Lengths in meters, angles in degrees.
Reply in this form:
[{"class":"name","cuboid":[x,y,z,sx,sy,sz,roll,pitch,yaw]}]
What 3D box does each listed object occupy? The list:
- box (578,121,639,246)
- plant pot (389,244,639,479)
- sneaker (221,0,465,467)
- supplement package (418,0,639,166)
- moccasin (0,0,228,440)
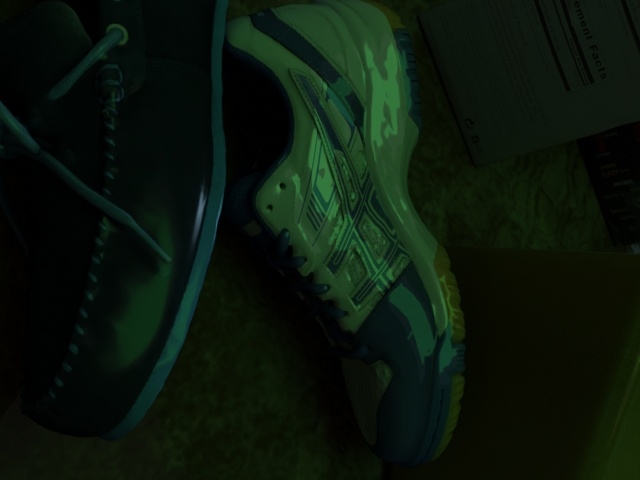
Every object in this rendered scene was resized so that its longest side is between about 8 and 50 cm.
[{"class":"box","cuboid":[0.349,-0.138,0.815,0.076,0.307,0.242,-28,99,-40]},{"class":"plant pot","cuboid":[0.167,0.134,0.669,0.212,0.212,0.187,32,73,-34]},{"class":"sneaker","cuboid":[0.000,0.000,0.619,0.131,0.112,0.296,-9,85,-26]},{"class":"supplement package","cuboid":[0.223,-0.161,0.747,0.139,0.244,0.133,-30,101,-43]},{"class":"moccasin","cuboid":[-0.124,-0.070,0.504,0.117,0.138,0.342,21,52,-33]}]
